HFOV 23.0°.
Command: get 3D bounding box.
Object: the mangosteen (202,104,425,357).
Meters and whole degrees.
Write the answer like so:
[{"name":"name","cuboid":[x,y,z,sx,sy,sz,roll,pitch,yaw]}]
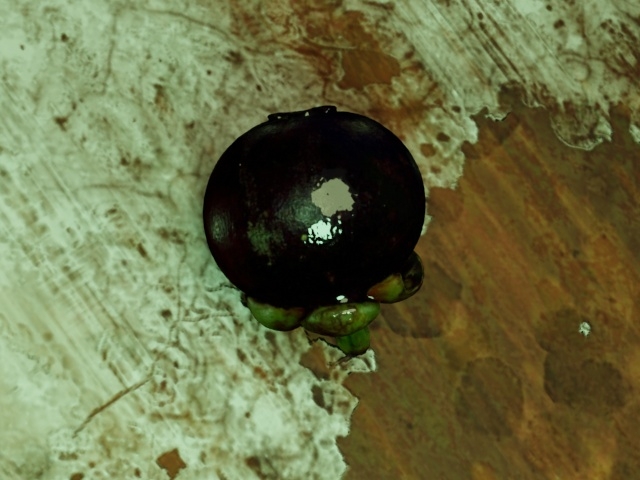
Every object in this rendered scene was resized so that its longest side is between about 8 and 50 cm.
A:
[{"name":"mangosteen","cuboid":[0.000,0.000,1.355,0.194,0.194,0.230,-15,103,-25]}]
